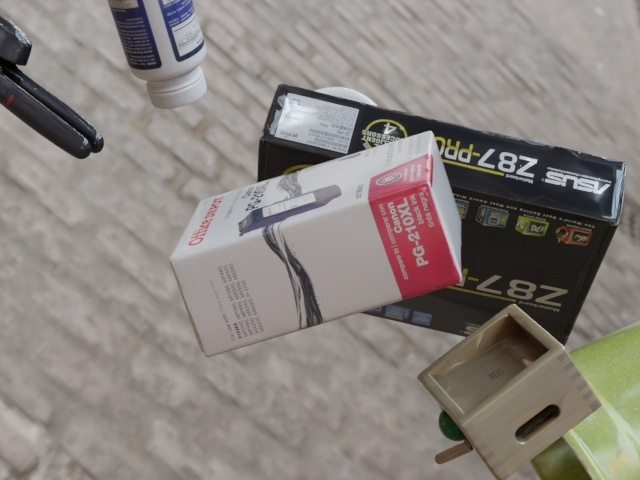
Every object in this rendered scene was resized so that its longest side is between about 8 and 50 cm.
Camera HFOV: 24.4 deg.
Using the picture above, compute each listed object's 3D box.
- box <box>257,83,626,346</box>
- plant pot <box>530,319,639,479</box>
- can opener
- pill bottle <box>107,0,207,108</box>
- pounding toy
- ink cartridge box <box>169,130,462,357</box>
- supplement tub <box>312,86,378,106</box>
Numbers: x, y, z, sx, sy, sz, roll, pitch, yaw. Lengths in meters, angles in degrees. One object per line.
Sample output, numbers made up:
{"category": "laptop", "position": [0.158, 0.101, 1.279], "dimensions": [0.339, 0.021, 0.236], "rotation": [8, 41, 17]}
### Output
{"category": "box", "position": [0.122, -0.015, 1.707], "dimensions": [0.394, 0.318, 0.097], "rotation": [13, 60, 3]}
{"category": "plant pot", "position": [0.354, 0.181, 1.486], "dimensions": [0.276, 0.254, 0.276], "rotation": [58, -6, 10]}
{"category": "can opener", "position": [-0.283, -0.141, 1.403], "dimensions": [0.186, 0.073, 0.059], "rotation": [44, 36, 11]}
{"category": "pill bottle", "position": [-0.186, -0.242, 1.703], "dimensions": [0.094, 0.094, 0.169], "rotation": [-88, 166, -60]}
{"category": "pounding toy", "position": [0.154, 0.147, 1.295], "dimensions": [0.100, 0.141, 0.130], "rotation": [54, -2, -24]}
{"category": "ink cartridge box", "position": [0.000, 0.000, 1.318], "dimensions": [0.172, 0.237, 0.100], "rotation": [-75, 147, -71]}
{"category": "supplement tub", "position": [0.011, -0.094, 1.921], "dimensions": [0.144, 0.144, 0.200], "rotation": [51, -19, 14]}
